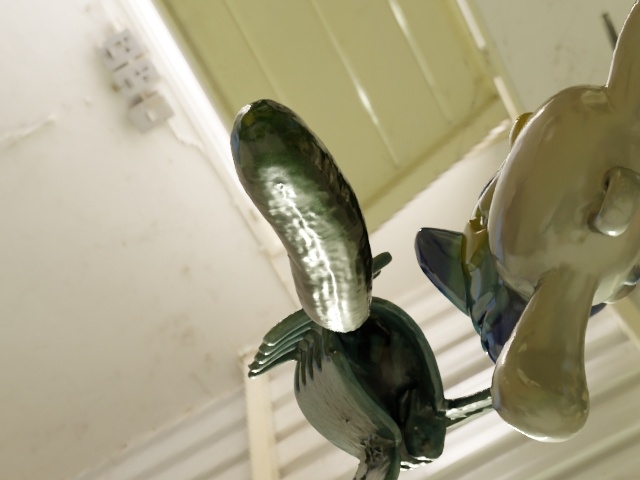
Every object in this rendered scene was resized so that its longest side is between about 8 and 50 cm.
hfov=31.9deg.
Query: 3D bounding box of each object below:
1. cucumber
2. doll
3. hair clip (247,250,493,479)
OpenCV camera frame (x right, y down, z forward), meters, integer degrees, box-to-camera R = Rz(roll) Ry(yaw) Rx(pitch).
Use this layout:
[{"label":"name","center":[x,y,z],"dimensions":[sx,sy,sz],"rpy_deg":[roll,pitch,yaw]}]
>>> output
[{"label":"cucumber","center":[0.000,0.000,0.625],"dimensions":[0.056,0.284,0.056],"rpy_deg":[-4,-113,9]},{"label":"doll","center":[0.216,-0.011,0.991],"dimensions":[0.376,0.187,0.365],"rpy_deg":[-49,180,-10]},{"label":"hair clip","center":[0.058,0.180,1.304],"dimensions":[0.392,0.238,0.318],"rpy_deg":[-36,171,-15]}]
